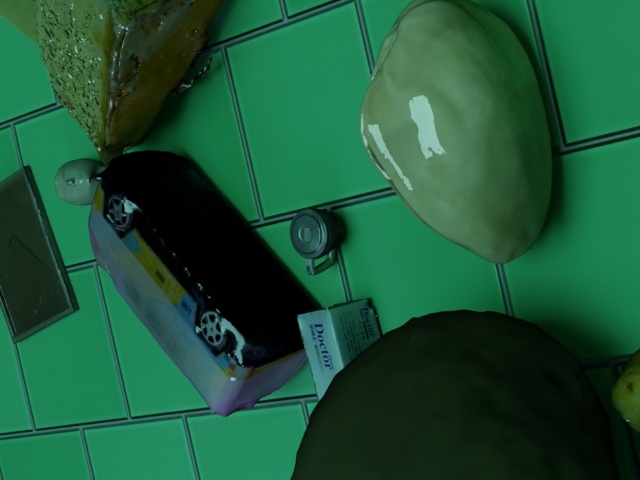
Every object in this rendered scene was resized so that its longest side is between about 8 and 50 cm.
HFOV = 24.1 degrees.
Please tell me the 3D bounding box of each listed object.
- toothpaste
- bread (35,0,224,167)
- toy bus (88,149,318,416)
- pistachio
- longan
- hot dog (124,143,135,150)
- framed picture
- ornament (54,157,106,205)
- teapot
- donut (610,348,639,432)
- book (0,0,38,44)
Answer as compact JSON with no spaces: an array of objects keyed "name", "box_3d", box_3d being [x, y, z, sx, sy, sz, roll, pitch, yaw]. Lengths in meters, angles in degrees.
[{"name":"toothpaste","box_3d":[0.056,0.233,1.932,0.071,0.089,0.313,-15,89,48]},{"name":"bread","box_3d":[-0.245,-0.306,2.070,0.248,0.279,0.315,47,157,20]},{"name":"toy bus","box_3d":[-0.178,0.056,2.051,0.386,0.171,0.162,49,130,24]},{"name":"pistachio","box_3d":[0.161,-0.124,1.707,0.193,0.214,0.318,-172,58,-85]},{"name":"longan","box_3d":[0.148,0.306,1.646,0.404,0.404,0.436,-55,32,34]},{"name":"hot dog","box_3d":[-0.349,-0.254,2.207,0.083,0.068,0.289,-43,68,32]},{"name":"framed picture","box_3d":[-0.485,0.024,2.421,0.184,0.016,0.250,-28,81,41]},{"name":"ornament","box_3d":[-0.331,-0.089,2.219,0.156,0.081,0.075,-1,95,38]},{"name":"teapot","box_3d":[0.000,0.000,1.954,0.066,0.057,0.088,8,101,42]},{"name":"donut","box_3d":[0.434,0.205,1.572,0.295,0.112,0.151,48,129,22]},{"name":"book","box_3d":[-0.401,-0.396,2.209,0.168,0.013,0.192,38,98,30]}]
